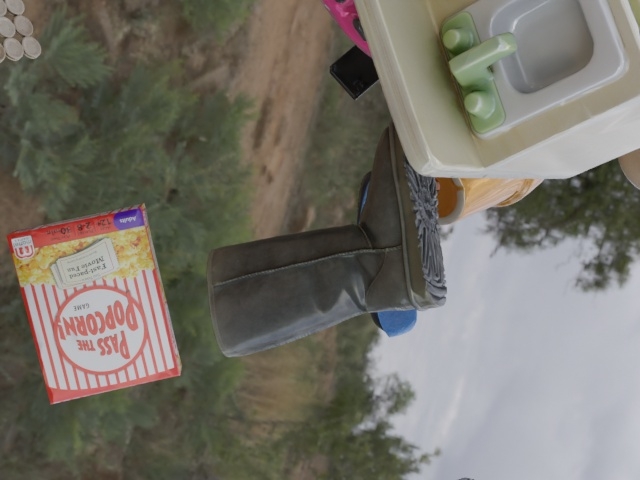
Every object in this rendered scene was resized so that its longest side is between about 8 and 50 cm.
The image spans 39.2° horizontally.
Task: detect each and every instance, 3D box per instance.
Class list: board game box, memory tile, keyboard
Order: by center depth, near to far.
[{"bbox_3d":[-0.246,0.069,0.991,0.045,0.146,0.194,-127,-156,-80],"label":"board game box"},{"bbox_3d":[-0.517,-0.335,1.423,0.148,0.012,0.113,-25,93,-55],"label":"memory tile"},{"bbox_3d":[0.114,-0.313,1.538,0.180,0.108,0.023,-41,163,1],"label":"keyboard"}]

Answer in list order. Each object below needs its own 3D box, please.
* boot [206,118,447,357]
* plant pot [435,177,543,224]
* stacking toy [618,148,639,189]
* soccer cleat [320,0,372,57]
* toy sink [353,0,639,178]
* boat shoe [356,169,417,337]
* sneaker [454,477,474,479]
[{"bbox_3d":[-0.001,-0.002,0.795,0.076,0.208,0.190,31,52,-53],"label":"boot"},{"bbox_3d":[0.220,-0.121,1.371,0.188,0.205,0.205,-37,154,-36],"label":"plant pot"},{"bbox_3d":[0.730,-0.093,1.425,0.350,0.480,0.351,-34,-148,26],"label":"stacking toy"},{"bbox_3d":[0.100,-0.204,0.797,0.116,0.331,0.143,-54,-142,18],"label":"soccer cleat"},{"bbox_3d":[0.149,-0.135,0.589,0.234,0.131,0.153,-3,72,-52],"label":"toy sink"},{"bbox_3d":[0.082,0.016,1.326,0.089,0.108,0.258,-137,-136,-65],"label":"boat shoe"},{"bbox_3d":[0.169,0.373,1.204,0.086,0.085,0.237,-41,147,23],"label":"sneaker"}]
